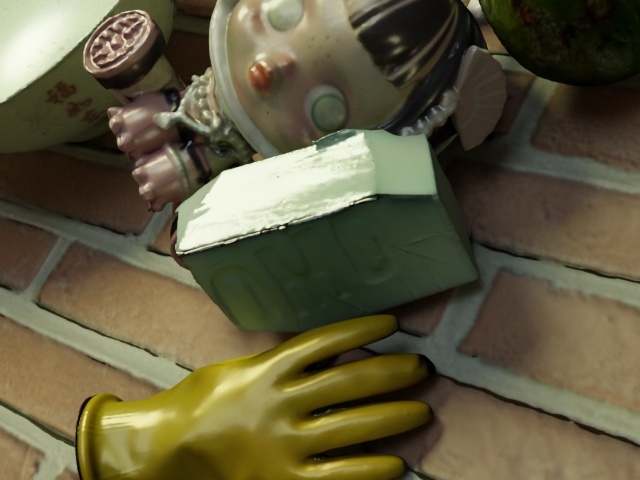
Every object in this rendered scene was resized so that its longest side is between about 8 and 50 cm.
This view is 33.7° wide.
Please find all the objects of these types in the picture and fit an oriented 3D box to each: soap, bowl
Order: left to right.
[{"bbox_3d":[-0.312,-0.244,1.253,0.435,0.196,0.434,-18,50,22],"label":"bowl"},{"bbox_3d":[0.000,0.000,0.894,0.231,0.145,0.091,-20,38,16],"label":"soap"}]

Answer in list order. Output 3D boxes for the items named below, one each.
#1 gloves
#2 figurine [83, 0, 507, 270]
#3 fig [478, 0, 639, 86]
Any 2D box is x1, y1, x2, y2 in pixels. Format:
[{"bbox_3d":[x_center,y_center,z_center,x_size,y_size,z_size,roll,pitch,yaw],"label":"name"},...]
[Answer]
[{"bbox_3d":[-0.045,0.152,0.877,0.294,0.116,0.133,-16,78,11],"label":"gloves"},{"bbox_3d":[-0.025,-0.155,0.979,0.361,0.253,0.211,-25,14,22],"label":"figurine"},{"bbox_3d":[0.205,-0.242,0.946,0.203,0.203,0.235,-49,25,-7],"label":"fig"}]
